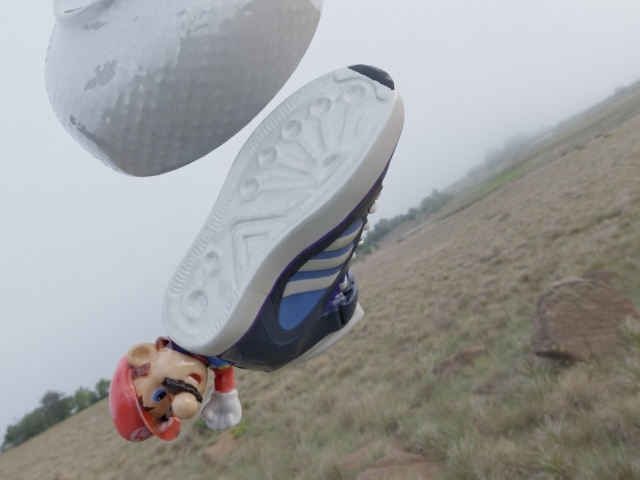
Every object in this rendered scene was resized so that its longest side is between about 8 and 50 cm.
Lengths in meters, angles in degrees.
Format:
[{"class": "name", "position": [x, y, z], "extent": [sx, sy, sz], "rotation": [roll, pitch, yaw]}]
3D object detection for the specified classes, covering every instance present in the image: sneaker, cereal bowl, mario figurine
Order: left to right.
[{"class": "cereal bowl", "position": [-0.171, -0.245, 0.561], "extent": [0.339, 0.339, 0.141], "rotation": [-30, -40, 17]}, {"class": "mario figurine", "position": [-0.146, 0.160, 0.730], "extent": [0.320, 0.198, 0.170], "rotation": [-44, 3, -7]}, {"class": "sneaker", "position": [0.000, 0.001, 0.570], "extent": [0.323, 0.130, 0.236], "rotation": [-54, -31, 3]}]
